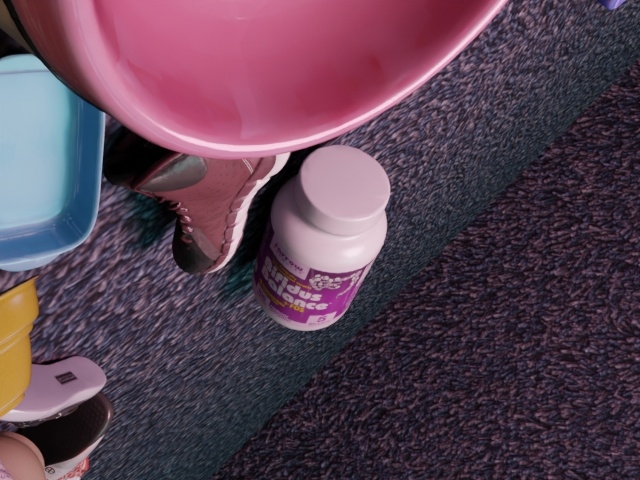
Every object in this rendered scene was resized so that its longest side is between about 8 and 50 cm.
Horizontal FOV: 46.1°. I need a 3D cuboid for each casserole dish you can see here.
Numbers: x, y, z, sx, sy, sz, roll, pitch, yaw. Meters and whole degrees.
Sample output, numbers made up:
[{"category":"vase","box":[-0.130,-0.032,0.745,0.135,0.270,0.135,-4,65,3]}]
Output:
[{"category":"casserole dish","box":[-0.224,-0.059,0.561,0.114,0.037,0.188,-13,135,-34]}]

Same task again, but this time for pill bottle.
[{"category":"pill bottle","box":[0.000,0.000,1.108,0.169,0.169,0.301,-34,162,-30]}]

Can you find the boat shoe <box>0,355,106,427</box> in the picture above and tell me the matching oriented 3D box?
[{"category":"boat shoe","box":[-0.355,0.195,0.930,0.076,0.080,0.228,-47,172,8]}]

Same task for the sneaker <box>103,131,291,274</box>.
[{"category":"sneaker","box":[-0.152,-0.053,0.776,0.162,0.106,0.281,-9,149,-35]}]

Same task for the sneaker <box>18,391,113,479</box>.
[{"category":"sneaker","box":[-0.382,0.306,1.120,0.270,0.090,0.145,-43,166,11]}]

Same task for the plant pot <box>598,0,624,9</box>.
[{"category":"plant pot","box":[0.302,-0.408,0.704,0.236,0.212,0.236,-43,164,-6]}]

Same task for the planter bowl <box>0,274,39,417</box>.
[{"category":"planter bowl","box":[-0.313,0.119,0.624,0.217,0.090,0.217,-28,-172,4]}]

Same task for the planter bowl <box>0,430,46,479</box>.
[{"category":"planter bowl","box":[-0.419,0.312,0.957,0.162,0.162,0.109,-49,-169,20]}]

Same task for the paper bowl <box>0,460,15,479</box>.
[{"category":"paper bowl","box":[-0.463,0.284,0.743,0.284,0.148,0.284,-40,164,-14]}]

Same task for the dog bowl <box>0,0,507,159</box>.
[{"category":"dog bowl","box":[-0.011,-0.215,0.415,0.408,0.150,0.408,-28,153,-16]}]

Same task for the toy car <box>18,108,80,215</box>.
[{"category":"toy car","box":[-0.233,-0.063,0.604,0.060,0.040,0.122,-24,155,-51]}]
